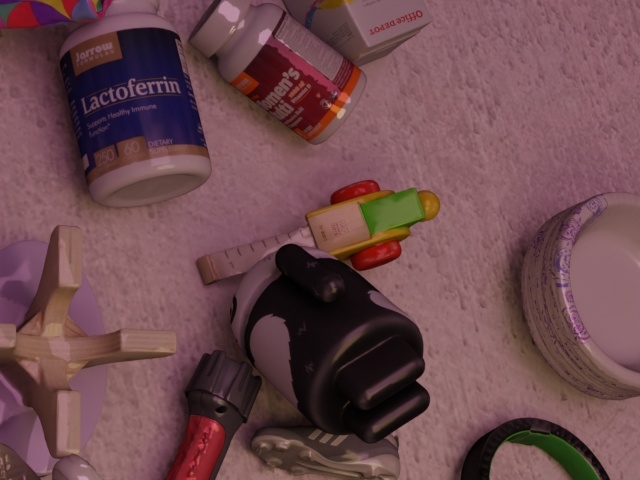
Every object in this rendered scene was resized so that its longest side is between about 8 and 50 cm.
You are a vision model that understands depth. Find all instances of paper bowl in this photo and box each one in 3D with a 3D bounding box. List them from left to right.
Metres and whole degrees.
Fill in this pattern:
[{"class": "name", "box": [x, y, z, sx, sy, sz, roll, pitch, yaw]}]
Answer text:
[{"class": "paper bowl", "box": [0.408, 0.084, 1.939, 0.284, 0.148, 0.284, 9, 69, -26]}]

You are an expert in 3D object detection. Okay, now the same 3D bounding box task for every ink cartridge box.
[{"class": "ink cartridge box", "box": [0.042, -0.335, 1.885, 0.128, 0.127, 0.176, -26, 87, -33]}]

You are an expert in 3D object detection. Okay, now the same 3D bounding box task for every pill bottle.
[{"class": "pill bottle", "box": [-0.234, -0.185, 1.673, 0.153, 0.153, 0.265, -9, 78, -31]}, {"class": "pill bottle", "box": [-0.058, -0.235, 1.803, 0.221, 0.121, 0.121, 36, 61, -14]}]

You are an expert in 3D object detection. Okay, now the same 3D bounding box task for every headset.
[{"class": "headset", "box": [0.289, 0.433, 1.795, 0.243, 0.185, 0.394, 13, 53, -29]}]

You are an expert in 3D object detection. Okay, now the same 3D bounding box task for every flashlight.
[{"class": "flashlight", "box": [-0.162, 0.273, 1.594, 0.103, 0.103, 0.304, 30, 63, -17]}]

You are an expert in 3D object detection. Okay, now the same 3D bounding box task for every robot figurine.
[{"class": "robot figurine", "box": [0.008, 0.122, 1.630, 0.173, 0.278, 0.209, 9, 113, -43]}]

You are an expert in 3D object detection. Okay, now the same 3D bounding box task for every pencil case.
[{"class": "pencil case", "box": [-0.358, -0.292, 1.599, 0.104, 0.236, 0.105, -5, 90, -73]}]

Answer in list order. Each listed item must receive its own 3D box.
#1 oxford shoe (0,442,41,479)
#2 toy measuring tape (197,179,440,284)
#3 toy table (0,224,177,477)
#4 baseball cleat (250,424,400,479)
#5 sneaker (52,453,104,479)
[{"class": "oxford shoe", "box": [-0.435, 0.259, 1.442, 0.449, 0.130, 0.169, 43, 60, -27]}, {"class": "toy measuring tape", "box": [0.000, 0.000, 1.792, 0.330, 0.121, 0.121, -18, 83, -9]}, {"class": "toy table", "box": [-0.306, 0.119, 1.532, 0.252, 0.161, 0.274, -8, 79, -30]}, {"class": "baseball cleat", "box": [0.006, 0.249, 1.724, 0.205, 0.072, 0.109, 21, 49, -24]}, {"class": "sneaker", "box": [-0.271, 0.336, 1.428, 0.115, 0.090, 0.232, -15, 117, -37]}]
